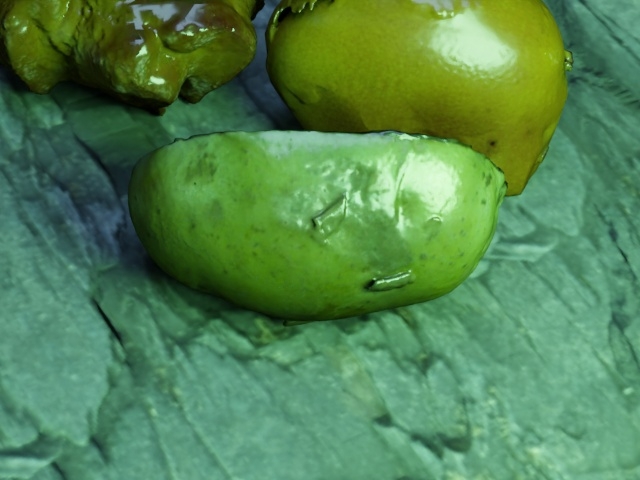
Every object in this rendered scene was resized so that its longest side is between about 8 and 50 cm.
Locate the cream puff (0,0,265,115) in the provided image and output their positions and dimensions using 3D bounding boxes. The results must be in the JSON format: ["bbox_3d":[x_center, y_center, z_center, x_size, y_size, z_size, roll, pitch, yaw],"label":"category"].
[{"bbox_3d":[-0.159,-0.217,1.428,0.241,0.155,0.269,8,49,0],"label":"cream puff"}]

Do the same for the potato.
[{"bbox_3d":[0.000,0.000,1.271,0.272,0.160,0.111,3,71,-6],"label":"potato"}]

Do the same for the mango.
[{"bbox_3d":[0.075,-0.139,1.387,0.236,0.166,0.136,2,43,-7],"label":"mango"}]
